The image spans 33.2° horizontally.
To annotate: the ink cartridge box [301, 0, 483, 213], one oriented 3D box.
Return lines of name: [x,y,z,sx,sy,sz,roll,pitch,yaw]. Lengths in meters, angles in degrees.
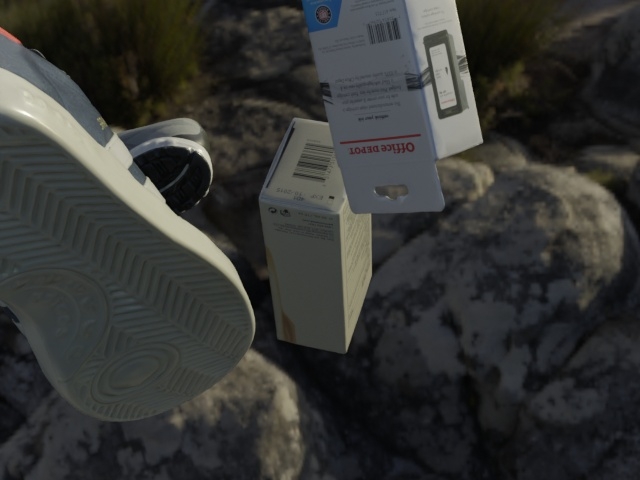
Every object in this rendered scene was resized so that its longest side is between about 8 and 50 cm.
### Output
ink cartridge box: [0.026,-0.053,0.378,0.028,0.083,0.048,-22,15,-40]

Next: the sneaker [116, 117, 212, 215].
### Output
sneaker: [-0.236,-0.056,1.160,0.271,0.100,0.108,-17,33,13]

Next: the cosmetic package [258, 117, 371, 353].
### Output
cosmetic package: [0.000,0.000,0.548,0.041,0.115,0.060,11,50,12]

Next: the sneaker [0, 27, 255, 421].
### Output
sneaker: [-0.146,-0.016,0.611,0.131,0.350,0.148,-32,57,-4]
